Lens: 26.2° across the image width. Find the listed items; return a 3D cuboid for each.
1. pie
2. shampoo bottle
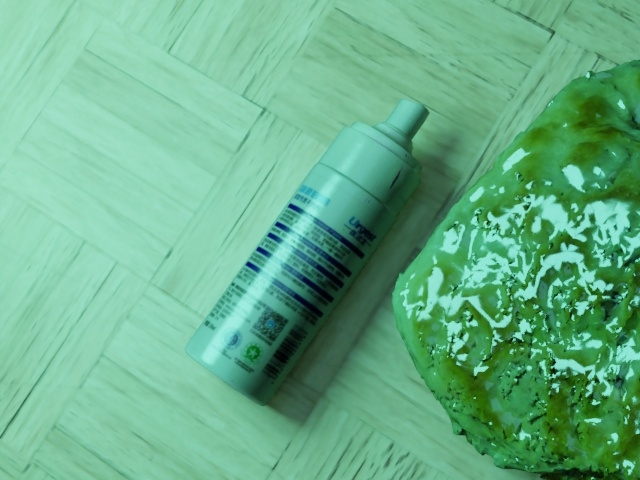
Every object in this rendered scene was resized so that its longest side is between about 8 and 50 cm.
[{"bbox_3d":[0.283,0.036,1.113,0.418,0.180,0.395,29,81,29],"label":"pie"},{"bbox_3d":[0.000,0.000,1.231,0.092,0.092,0.303,33,84,18],"label":"shampoo bottle"}]
